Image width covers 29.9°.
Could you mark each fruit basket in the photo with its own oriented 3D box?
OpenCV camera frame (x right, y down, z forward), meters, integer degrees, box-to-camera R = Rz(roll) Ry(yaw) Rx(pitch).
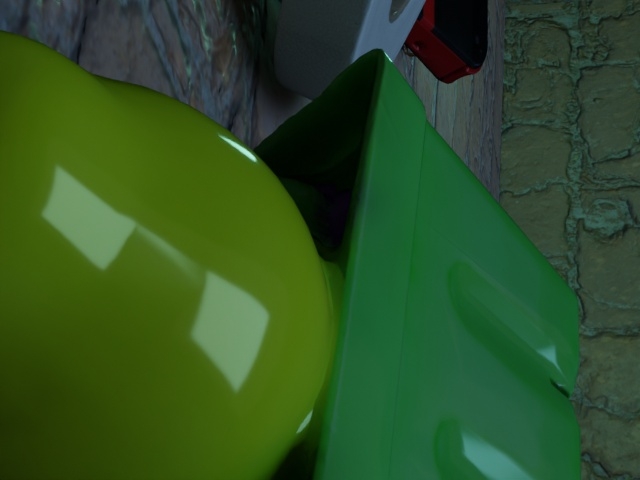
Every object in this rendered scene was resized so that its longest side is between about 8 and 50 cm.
[{"bbox_3d":[-0.068,0.080,0.475,0.392,0.283,0.392,22,49,-29],"label":"fruit basket"}]

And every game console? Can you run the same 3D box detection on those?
[{"bbox_3d":[0.114,-0.416,1.464,0.342,0.060,0.387,28,58,-53],"label":"game console"}]

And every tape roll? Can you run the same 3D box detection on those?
[{"bbox_3d":[0.073,-0.293,1.008,0.392,0.072,0.392,-63,174,-13],"label":"tape roll"}]

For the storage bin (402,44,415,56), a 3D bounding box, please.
[{"bbox_3d":[0.151,-0.306,1.662,0.135,0.091,0.098,-14,102,-76],"label":"storage bin"}]
